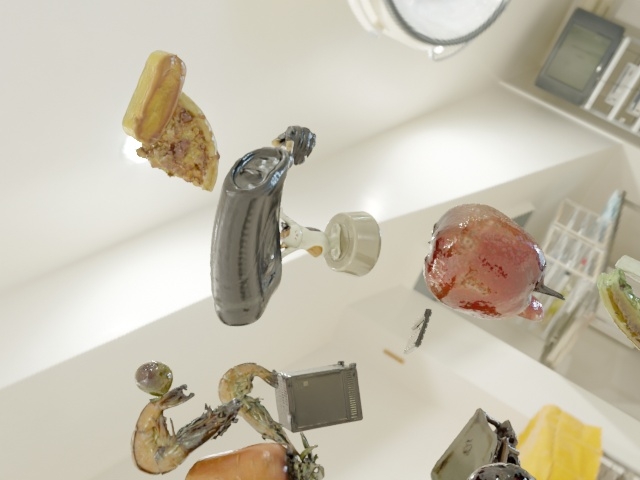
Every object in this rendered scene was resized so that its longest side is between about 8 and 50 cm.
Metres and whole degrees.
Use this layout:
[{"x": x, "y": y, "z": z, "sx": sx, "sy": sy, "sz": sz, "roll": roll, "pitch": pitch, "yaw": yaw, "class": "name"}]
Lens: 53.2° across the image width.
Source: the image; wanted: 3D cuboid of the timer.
[{"x": 0.000, "y": 0.000, "z": 1.611, "sx": 0.265, "sy": 0.175, "sz": 0.175, "roll": 5, "pitch": -58, "yaw": -34, "class": "timer"}]

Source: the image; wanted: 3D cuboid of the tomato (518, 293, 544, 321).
[{"x": 0.549, "y": 0.168, "z": 1.778, "sx": 0.155, "sy": 0.155, "sz": 0.069, "roll": -12, "pitch": -58, "yaw": -74, "class": "tomato"}]

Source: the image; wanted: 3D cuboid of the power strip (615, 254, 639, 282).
[{"x": 0.556, "y": 0.064, "z": 1.073, "sx": 0.030, "sy": 0.047, "sz": 0.191, "roll": -54, "pitch": 13, "yaw": 8, "class": "power strip"}]

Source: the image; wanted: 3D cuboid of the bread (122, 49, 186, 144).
[{"x": -0.428, "y": -0.370, "z": 1.655, "sx": 0.102, "sy": 0.094, "sz": 0.246, "roll": 14, "pitch": -77, "yaw": -58, "class": "bread"}]

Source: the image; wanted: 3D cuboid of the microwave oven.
[{"x": -0.014, "y": 0.482, "z": 1.999, "sx": 0.188, "sy": 0.247, "sz": 0.178, "roll": 166, "pitch": 99, "yaw": -73, "class": "microwave oven"}]

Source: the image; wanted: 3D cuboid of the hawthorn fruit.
[{"x": 0.437, "y": 0.072, "z": 1.612, "sx": 0.285, "sy": 0.368, "sz": 0.285, "roll": -56, "pitch": -15, "yaw": -23, "class": "hawthorn fruit"}]

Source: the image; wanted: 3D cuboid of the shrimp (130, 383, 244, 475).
[{"x": -0.326, "y": 0.425, "z": 1.523, "sx": 0.289, "sy": 0.178, "sz": 0.075, "roll": -32, "pitch": 19, "yaw": -14, "class": "shrimp"}]

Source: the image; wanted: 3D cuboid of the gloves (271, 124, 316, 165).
[{"x": -0.081, "y": -0.320, "z": 2.091, "sx": 0.106, "sy": 0.129, "sz": 0.181, "roll": -48, "pitch": 12, "yaw": 15, "class": "gloves"}]

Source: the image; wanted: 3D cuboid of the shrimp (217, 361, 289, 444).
[{"x": -0.162, "y": 0.475, "z": 1.865, "sx": 0.169, "sy": 0.296, "sz": 0.058, "roll": -46, "pitch": 9, "yaw": 7, "class": "shrimp"}]

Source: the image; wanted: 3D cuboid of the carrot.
[{"x": -0.144, "y": 0.578, "z": 1.509, "sx": 0.214, "sy": 0.331, "sz": 0.193, "roll": -35, "pitch": -70, "yaw": -81, "class": "carrot"}]

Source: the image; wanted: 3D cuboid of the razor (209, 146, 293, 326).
[{"x": -0.136, "y": -0.007, "z": 1.238, "sx": 0.204, "sy": 0.113, "sz": 0.349, "roll": -56, "pitch": -21, "yaw": -51, "class": "razor"}]

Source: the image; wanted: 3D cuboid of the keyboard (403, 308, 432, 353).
[{"x": 0.239, "y": 0.228, "z": 1.583, "sx": 0.310, "sy": 0.018, "sz": 0.101, "roll": 80, "pitch": -150, "yaw": -76, "class": "keyboard"}]

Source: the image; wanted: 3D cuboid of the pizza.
[{"x": -0.412, "y": -0.275, "z": 1.820, "sx": 0.226, "sy": 0.336, "sz": 0.086, "roll": -25, "pitch": 19, "yaw": -12, "class": "pizza"}]

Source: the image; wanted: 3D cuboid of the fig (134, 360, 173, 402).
[{"x": -0.370, "y": 0.321, "z": 1.446, "sx": 0.084, "sy": 0.082, "sz": 0.098, "roll": -23, "pitch": -59, "yaw": -4, "class": "fig"}]

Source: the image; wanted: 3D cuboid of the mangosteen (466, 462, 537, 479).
[{"x": 0.273, "y": 0.415, "z": 0.964, "sx": 0.152, "sy": 0.152, "sz": 0.152, "roll": -55, "pitch": -13, "yaw": -19, "class": "mangosteen"}]

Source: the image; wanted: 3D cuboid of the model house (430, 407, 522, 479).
[{"x": 0.505, "y": 0.710, "z": 1.820, "sx": 0.297, "sy": 0.282, "sz": 0.317, "roll": -44, "pitch": 20, "yaw": 10, "class": "model house"}]

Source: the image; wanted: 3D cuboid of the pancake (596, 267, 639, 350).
[{"x": 0.629, "y": 0.173, "z": 1.062, "sx": 0.054, "sy": 0.376, "sz": 0.197, "roll": -40, "pitch": -27, "yaw": -38, "class": "pancake"}]
